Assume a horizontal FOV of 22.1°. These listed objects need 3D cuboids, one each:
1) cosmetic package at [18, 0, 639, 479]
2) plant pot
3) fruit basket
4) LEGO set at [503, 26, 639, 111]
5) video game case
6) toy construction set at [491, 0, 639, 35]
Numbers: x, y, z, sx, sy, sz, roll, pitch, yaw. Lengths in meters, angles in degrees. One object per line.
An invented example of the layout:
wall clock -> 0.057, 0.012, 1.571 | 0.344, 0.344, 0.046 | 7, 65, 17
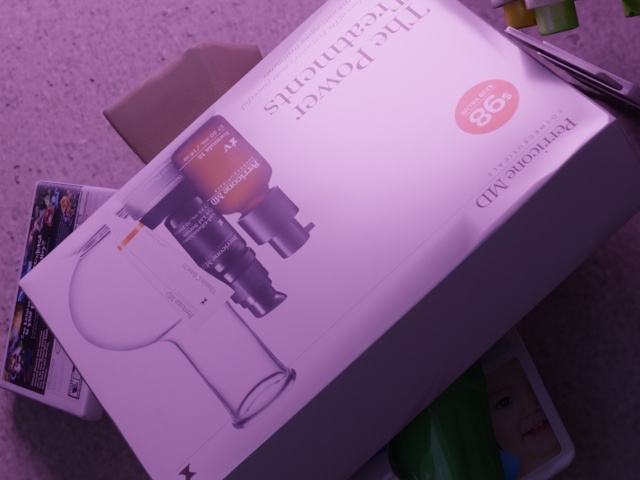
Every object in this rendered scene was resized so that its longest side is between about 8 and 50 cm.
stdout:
cosmetic package -> 0.000, 0.000, 1.144 | 0.377, 0.097, 0.284 | -43, 47, -2
plant pot -> -0.093, -0.093, 1.343 | 0.109, 0.109, 0.096 | -32, 82, 22
fruit basket -> -0.012, 0.095, 1.238 | 0.327, 0.165, 0.353 | -35, 65, 21
LEGO set -> 0.261, -0.091, 1.094 | 0.244, 0.182, 0.060 | 31, 97, 27
video game case -> -0.216, 0.047, 1.399 | 0.173, 0.022, 0.190 | 8, 88, 55
toy construction set -> 0.232, -0.209, 1.087 | 0.327, 0.215, 0.151 | -153, 53, -63
